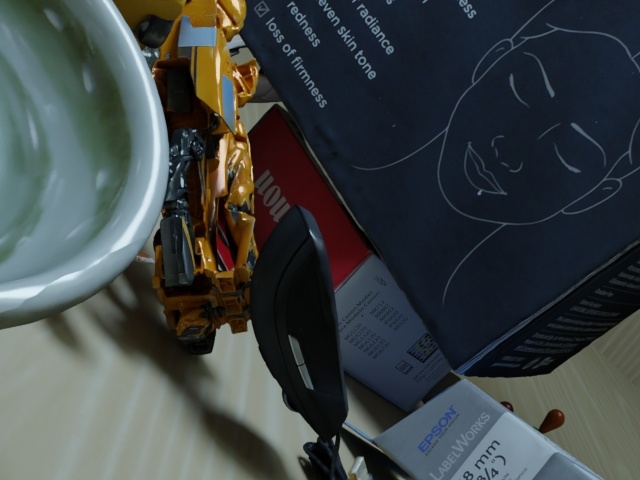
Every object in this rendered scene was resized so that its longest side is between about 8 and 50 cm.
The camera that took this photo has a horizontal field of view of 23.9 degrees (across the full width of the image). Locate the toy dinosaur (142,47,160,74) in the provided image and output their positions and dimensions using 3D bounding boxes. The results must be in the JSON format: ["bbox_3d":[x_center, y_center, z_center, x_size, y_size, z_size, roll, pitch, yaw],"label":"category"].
[{"bbox_3d":[-0.186,-0.189,1.643,0.313,0.121,0.160,-9,82,-77],"label":"toy dinosaur"}]

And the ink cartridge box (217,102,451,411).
[{"bbox_3d":[0.000,0.000,1.651,0.272,0.130,0.309,35,15,-39],"label":"ink cartridge box"}]

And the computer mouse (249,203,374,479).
[{"bbox_3d":[-0.009,0.116,1.137,0.184,0.060,0.262,-117,-162,-61],"label":"computer mouse"}]

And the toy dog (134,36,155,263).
[{"bbox_3d":[-0.175,-0.082,1.047,0.333,0.161,0.220,-52,130,-83],"label":"toy dog"}]

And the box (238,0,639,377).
[{"bbox_3d":[0.245,-0.183,1.551,0.480,0.472,0.297,58,21,18],"label":"box"}]

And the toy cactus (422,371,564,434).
[{"bbox_3d":[0.170,0.190,1.660,0.180,0.112,0.219,44,17,18],"label":"toy cactus"}]

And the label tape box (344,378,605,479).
[{"bbox_3d":[0.194,0.235,1.342,0.240,0.106,0.334,38,-1,-37],"label":"label tape box"}]

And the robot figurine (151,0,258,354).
[{"bbox_3d":[-0.092,-0.053,1.239,0.211,0.085,0.291,81,6,-64],"label":"robot figurine"}]

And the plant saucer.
[{"bbox_3d":[-0.271,-0.096,0.784,0.400,0.100,0.400,29,36,-23],"label":"plant saucer"}]

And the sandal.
[{"bbox_3d":[-0.113,-0.198,1.734,0.102,0.076,0.265,5,0,-28],"label":"sandal"}]

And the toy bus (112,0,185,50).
[{"bbox_3d":[-0.204,-0.206,1.281,0.108,0.130,0.333,22,-20,-20],"label":"toy bus"}]
